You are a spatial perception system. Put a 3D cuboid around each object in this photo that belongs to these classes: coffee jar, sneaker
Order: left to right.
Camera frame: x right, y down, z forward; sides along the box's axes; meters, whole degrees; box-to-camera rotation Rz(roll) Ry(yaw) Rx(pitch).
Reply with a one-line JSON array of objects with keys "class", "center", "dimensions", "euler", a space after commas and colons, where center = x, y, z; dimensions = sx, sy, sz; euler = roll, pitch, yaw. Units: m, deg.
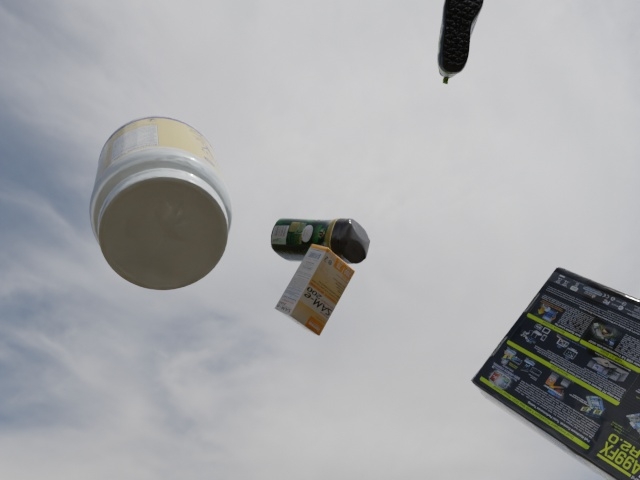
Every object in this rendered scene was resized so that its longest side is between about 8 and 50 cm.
[{"class": "coffee jar", "center": [0.000, 0.000, 1.124], "dimensions": [0.184, 0.079, 0.096], "euler": [2, -23, 35]}, {"class": "sneaker", "center": [0.300, -0.469, 1.294], "dimensions": [0.084, 0.235, 0.097], "euler": [16, -5, 3]}]

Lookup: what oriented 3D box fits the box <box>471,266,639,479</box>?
[{"class": "box", "center": [0.366, 0.176, 0.743], "dimensions": [0.216, 0.270, 0.060], "euler": [-51, -50, -9]}]

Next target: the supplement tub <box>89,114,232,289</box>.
[{"class": "supplement tub", "center": [-0.292, -0.079, 1.065], "dimensions": [0.240, 0.331, 0.241], "euler": [-7, -62, -14]}]

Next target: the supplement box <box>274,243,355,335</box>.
[{"class": "supplement box", "center": [-0.006, 0.063, 0.739], "dimensions": [0.036, 0.098, 0.062], "euler": [14, -21, 49]}]
